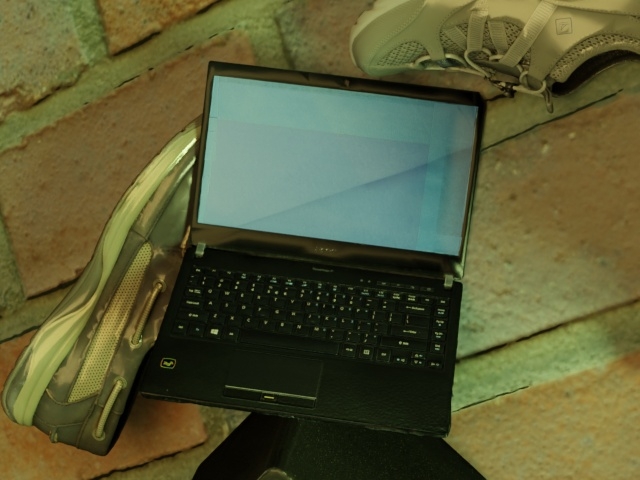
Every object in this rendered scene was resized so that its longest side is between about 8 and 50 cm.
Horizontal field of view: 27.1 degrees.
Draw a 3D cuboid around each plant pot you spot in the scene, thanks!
[{"bbox_3d":[-0.004,0.222,1.042,0.187,0.167,0.188,43,111,0],"label":"plant pot"}]

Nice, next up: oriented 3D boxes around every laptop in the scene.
[{"bbox_3d":[0.000,0.000,1.034,0.234,0.264,0.136,7,132,5],"label":"laptop"}]

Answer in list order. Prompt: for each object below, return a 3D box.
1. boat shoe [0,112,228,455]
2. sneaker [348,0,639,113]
[{"bbox_3d":[-0.145,0.039,1.189,0.130,0.132,0.355,34,104,-2],"label":"boat shoe"},{"bbox_3d":[0.149,-0.152,1.014,0.281,0.105,0.115,-7,87,29],"label":"sneaker"}]
